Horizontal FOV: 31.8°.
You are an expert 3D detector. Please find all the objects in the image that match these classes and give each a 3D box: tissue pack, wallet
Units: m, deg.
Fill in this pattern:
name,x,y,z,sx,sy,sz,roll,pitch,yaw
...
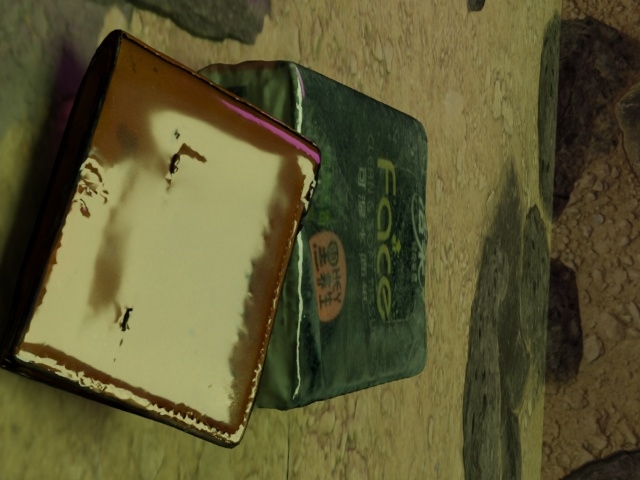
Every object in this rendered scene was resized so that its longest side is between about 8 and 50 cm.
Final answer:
name,x,y,z,sx,sy,sz,roll,pitch,yaw
tissue pack,0.000,0.000,0.854,0.316,0.103,0.227,4,87,-70
wallet,-0.083,0.002,0.617,0.161,0.042,0.195,29,65,-39
